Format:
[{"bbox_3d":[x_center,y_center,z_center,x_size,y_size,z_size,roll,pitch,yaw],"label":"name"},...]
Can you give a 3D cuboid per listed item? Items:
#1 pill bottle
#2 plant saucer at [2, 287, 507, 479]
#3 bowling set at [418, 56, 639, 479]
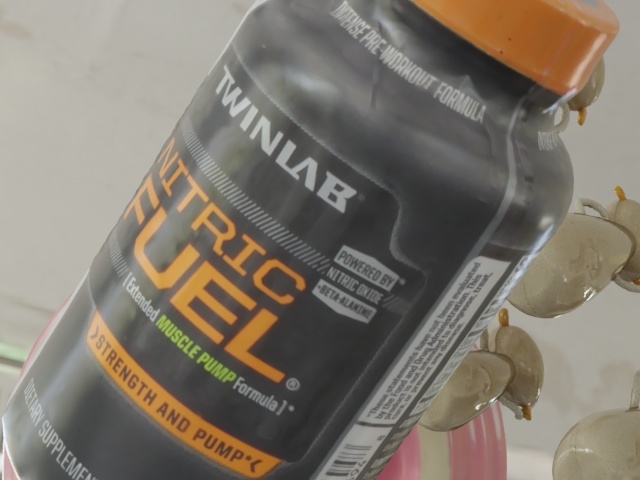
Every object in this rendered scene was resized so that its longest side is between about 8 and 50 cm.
[{"bbox_3d":[0.000,0.000,0.564,0.130,0.130,0.246,23,-69,-28],"label":"pill bottle"},{"bbox_3d":[-0.042,0.142,1.040,0.332,0.332,0.084,10,-9,1],"label":"plant saucer"},{"bbox_3d":[0.094,0.021,0.930,0.199,0.287,0.154,-10,1,35],"label":"bowling set"}]
